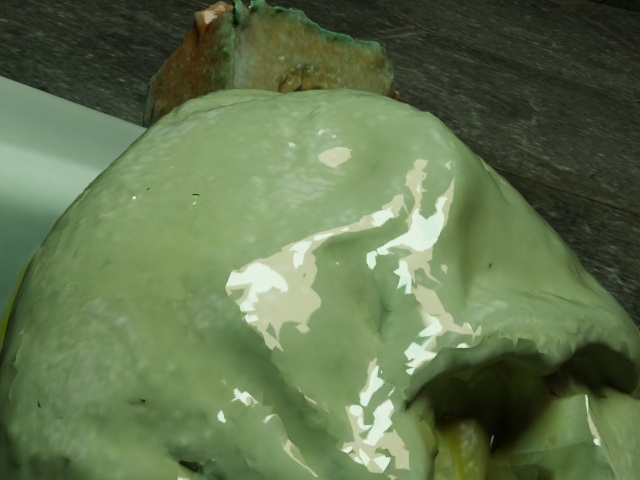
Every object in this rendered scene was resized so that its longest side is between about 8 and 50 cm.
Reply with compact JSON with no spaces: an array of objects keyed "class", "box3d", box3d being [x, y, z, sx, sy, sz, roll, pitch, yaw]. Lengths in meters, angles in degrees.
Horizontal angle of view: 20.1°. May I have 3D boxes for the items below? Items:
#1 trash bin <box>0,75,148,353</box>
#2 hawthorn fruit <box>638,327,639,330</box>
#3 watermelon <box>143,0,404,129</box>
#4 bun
[{"class":"trash bin","box3d":[-0.186,0.017,0.950,0.367,0.256,0.296,12,15,-45]},{"class":"hawthorn fruit","box3d":[0.241,0.147,1.011,0.330,0.287,0.287,-7,14,14]},{"class":"watermelon","box3d":[-0.010,0.009,1.220,0.264,0.302,0.151,5,-14,-44]},{"class":"bun","box3d":[0.032,0.094,0.761,0.219,0.365,0.365,-20,-9,36]}]
